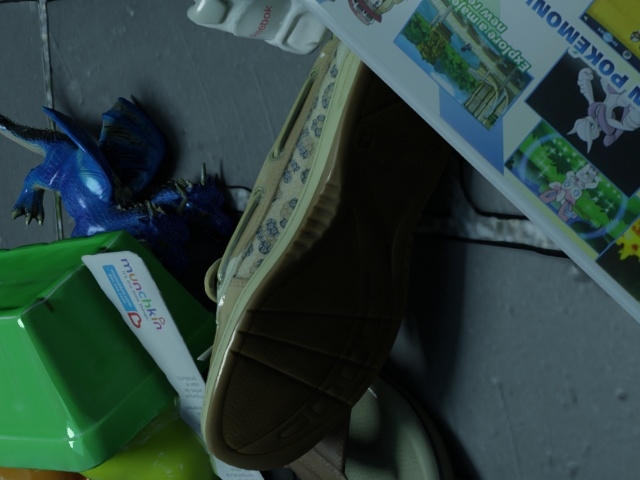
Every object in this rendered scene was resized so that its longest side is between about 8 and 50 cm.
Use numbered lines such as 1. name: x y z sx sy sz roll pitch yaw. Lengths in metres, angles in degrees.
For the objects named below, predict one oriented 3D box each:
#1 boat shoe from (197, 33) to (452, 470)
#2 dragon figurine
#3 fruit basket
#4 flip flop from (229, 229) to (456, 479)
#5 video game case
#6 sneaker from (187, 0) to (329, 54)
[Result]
1. boat shoe: 0.000 0.000 0.826 0.089 0.104 0.285 28 94 59
2. dragon figurine: -0.175 -0.059 1.065 0.289 0.085 0.144 51 131 25
3. fruit basket: -0.142 0.161 1.007 0.327 0.165 0.353 -8 123 46
4. flip flop: -0.004 0.104 0.895 0.112 0.080 0.277 -51 59 43
5. video game case: 0.166 -0.113 0.585 0.329 0.036 0.300 44 133 7
6. sneaker: -0.071 -0.219 0.868 0.090 0.115 0.232 -58 44 39
